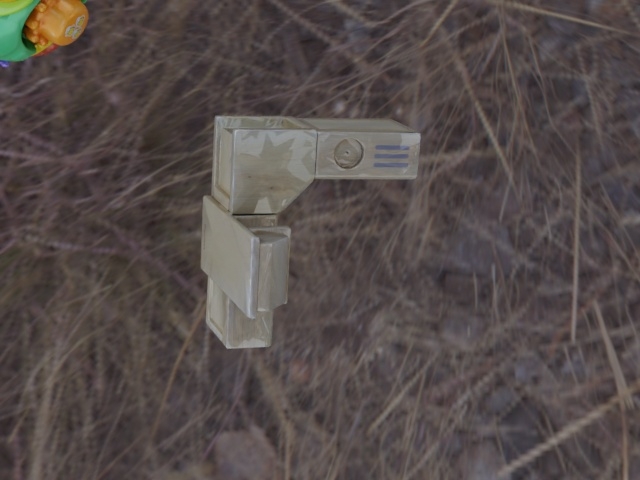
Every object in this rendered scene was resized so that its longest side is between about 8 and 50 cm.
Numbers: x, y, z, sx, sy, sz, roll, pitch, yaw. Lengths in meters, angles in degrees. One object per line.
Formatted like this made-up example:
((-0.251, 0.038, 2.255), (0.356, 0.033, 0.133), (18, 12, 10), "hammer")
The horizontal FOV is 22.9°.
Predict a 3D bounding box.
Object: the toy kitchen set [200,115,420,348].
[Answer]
((0.000, 0.000, 0.593), (0.075, 0.068, 0.083), (-1, 105, -18), "toy kitchen set")

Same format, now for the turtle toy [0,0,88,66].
((-0.136, -0.096, 0.618), (0.130, 0.095, 0.066), (-23, 129, 21), "turtle toy")
